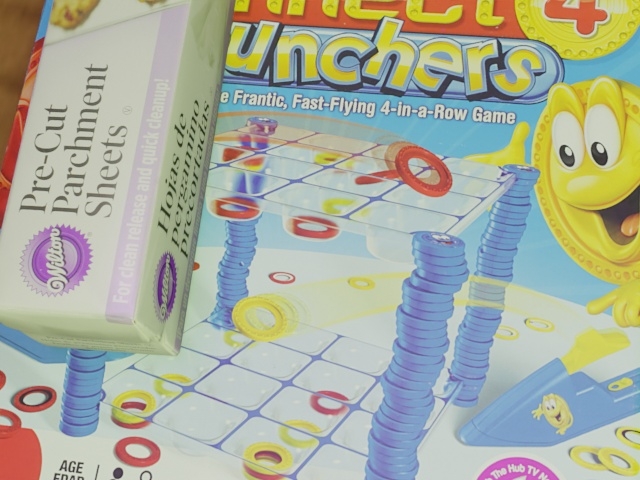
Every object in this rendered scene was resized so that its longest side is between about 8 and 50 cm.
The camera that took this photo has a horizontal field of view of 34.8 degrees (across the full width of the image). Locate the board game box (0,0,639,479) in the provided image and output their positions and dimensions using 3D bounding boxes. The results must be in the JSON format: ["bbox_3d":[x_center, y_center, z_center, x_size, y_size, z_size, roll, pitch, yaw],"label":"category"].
[{"bbox_3d":[0.000,0.000,0.493,0.308,0.086,0.302,5,72,9],"label":"board game box"}]

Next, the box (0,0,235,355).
[{"bbox_3d":[-0.076,-0.113,0.462,0.067,0.063,0.324,4,71,10],"label":"box"}]
